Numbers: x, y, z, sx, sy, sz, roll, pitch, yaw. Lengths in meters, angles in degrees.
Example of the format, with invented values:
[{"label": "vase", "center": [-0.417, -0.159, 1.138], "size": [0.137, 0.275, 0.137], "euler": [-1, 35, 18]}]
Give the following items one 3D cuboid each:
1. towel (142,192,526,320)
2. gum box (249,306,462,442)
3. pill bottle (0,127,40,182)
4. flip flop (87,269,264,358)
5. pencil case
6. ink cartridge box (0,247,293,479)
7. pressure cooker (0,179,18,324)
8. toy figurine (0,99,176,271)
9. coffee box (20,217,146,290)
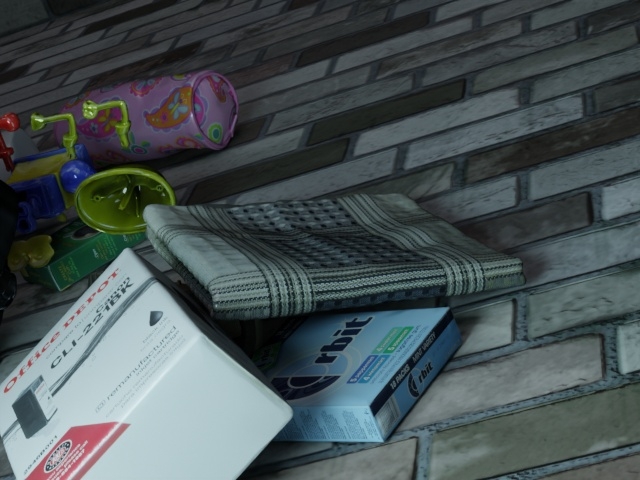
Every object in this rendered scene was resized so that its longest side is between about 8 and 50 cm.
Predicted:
[{"label": "towel", "center": [0.000, 0.000, 1.481], "size": [0.312, 0.056, 0.324], "euler": [-6, 15, -18]}, {"label": "gum box", "center": [0.011, 0.120, 1.340], "size": [0.184, 0.041, 0.157], "euler": [-5, 27, 36]}, {"label": "pill bottle", "center": [-0.542, -0.043, 2.085], "size": [0.319, 0.176, 0.176], "euler": [-19, 21, 7]}, {"label": "flip flop", "center": [-0.144, 0.082, 1.514], "size": [0.277, 0.112, 0.080], "euler": [-1, 7, 45]}, {"label": "pencil case", "center": [-0.256, -0.174, 2.209], "size": [0.284, 0.124, 0.124], "euler": [-8, 25, 34]}, {"label": "ink cartridge box", "center": [-0.163, 0.140, 1.278], "size": [0.197, 0.114, 0.273], "euler": [-48, 23, -2]}, {"label": "pressure cooker", "center": [-0.523, 0.019, 1.583], "size": [0.370, 0.420, 0.375], "euler": [-57, 28, -4]}, {"label": "toy figurine", "center": [-0.339, -0.095, 1.896], "size": [0.363, 0.191, 0.217], "euler": [-14, 18, 17]}, {"label": "coffee box", "center": [-0.290, -0.002, 1.925], "size": [0.184, 0.040, 0.113], "euler": [-34, 24, -29]}]
